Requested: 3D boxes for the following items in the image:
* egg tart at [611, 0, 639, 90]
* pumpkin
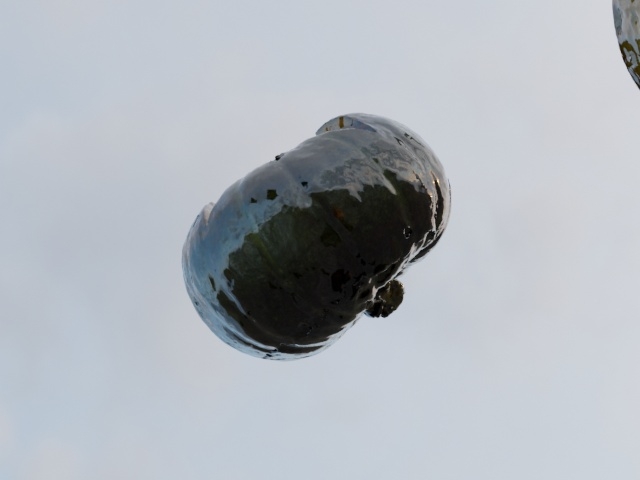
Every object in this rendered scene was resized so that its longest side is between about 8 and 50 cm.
[{"bbox_3d":[0.246,-0.120,1.006,0.203,0.202,0.147,-13,5,-22],"label":"egg tart"},{"bbox_3d":[0.001,0.003,1.572,0.238,0.159,0.238,-35,-8,-6],"label":"pumpkin"}]
